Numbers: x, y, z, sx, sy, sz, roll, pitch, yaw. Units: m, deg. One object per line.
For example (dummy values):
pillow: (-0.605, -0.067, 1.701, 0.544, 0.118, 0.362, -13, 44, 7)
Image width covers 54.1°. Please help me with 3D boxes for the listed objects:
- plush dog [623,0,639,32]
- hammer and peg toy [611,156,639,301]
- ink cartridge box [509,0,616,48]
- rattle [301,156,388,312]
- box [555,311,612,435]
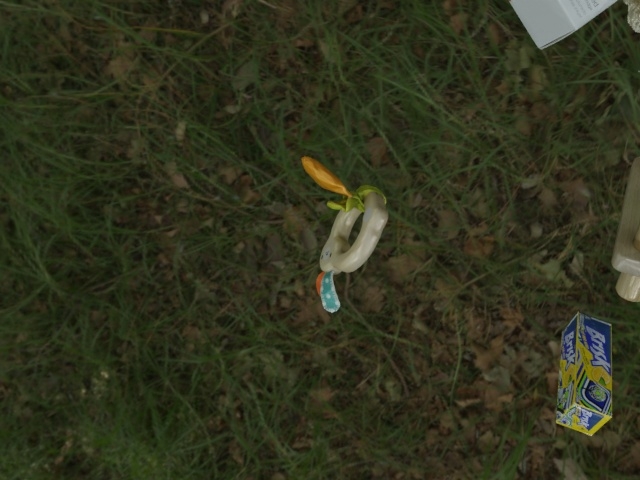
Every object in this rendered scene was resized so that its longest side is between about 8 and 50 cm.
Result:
plush dog: (0.624, -0.555, 1.159, 0.210, 0.225, 0.263, 31, 93, 6)
hammer and peg toy: (0.524, -0.038, 0.782, 0.265, 0.361, 0.127, 18, 131, 21)
ink cartridge box: (0.264, -0.296, 0.613, 0.175, 0.072, 0.127, -37, 97, -7)
rattle: (0.000, 0.000, 0.906, 0.200, 0.142, 0.130, -53, 43, 29)
box: (0.381, 0.187, 0.902, 0.054, 0.169, 0.059, 20, 136, 5)
